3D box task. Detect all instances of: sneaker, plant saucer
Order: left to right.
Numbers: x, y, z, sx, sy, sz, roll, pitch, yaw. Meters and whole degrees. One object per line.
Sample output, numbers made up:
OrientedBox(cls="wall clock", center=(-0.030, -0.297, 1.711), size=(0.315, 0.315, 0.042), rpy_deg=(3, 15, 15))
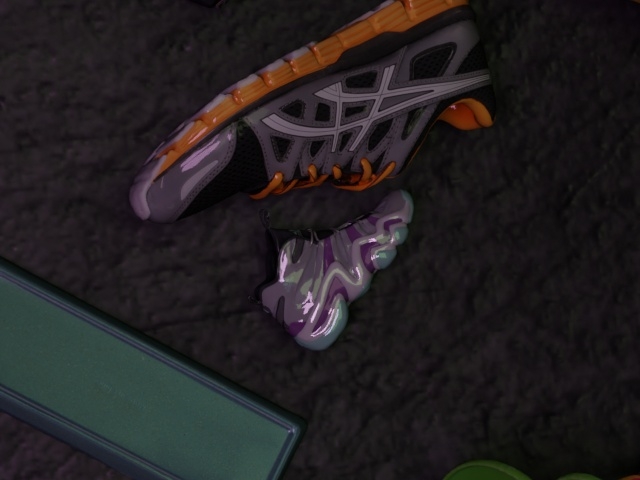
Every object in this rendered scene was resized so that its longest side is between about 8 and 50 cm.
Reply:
OrientedBox(cls="plant saucer", center=(-0.099, 0.075, 0.708), size=(0.192, 0.018, 0.067), rpy_deg=(29, 75, -11))
OrientedBox(cls="sneaker", center=(0.000, 0.000, 0.736), size=(0.069, 0.038, 0.098), rpy_deg=(37, 74, -10))
OrientedBox(cls="sneaker", center=(0.003, -0.058, 0.724), size=(0.214, 0.084, 0.083), rpy_deg=(-30, 97, -19))

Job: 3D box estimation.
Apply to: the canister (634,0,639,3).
OrientedBox(cls="canister", center=(0.147, -0.199, 0.768), size=(0.169, 0.073, 0.126), rpy_deg=(17, 123, -13))

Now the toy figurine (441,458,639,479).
OrientedBox(cls="toy figurine", center=(0.164, 0.144, 0.718), size=(0.159, 0.173, 0.130), rpy_deg=(-13, 69, -31))

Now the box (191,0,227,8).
OrientedBox(cls="box", center=(-0.131, -0.307, 0.718), size=(0.295, 0.073, 0.293), rpy_deg=(20, 78, -14))
